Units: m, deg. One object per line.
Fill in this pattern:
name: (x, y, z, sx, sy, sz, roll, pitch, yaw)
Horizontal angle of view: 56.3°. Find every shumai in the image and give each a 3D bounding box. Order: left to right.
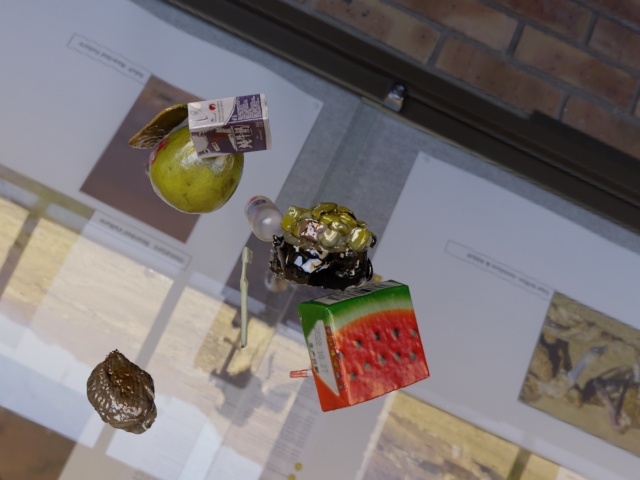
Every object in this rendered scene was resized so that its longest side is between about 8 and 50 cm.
shumai: (-0.578, 0.465, 1.722, 0.218, 0.184, 0.186, 35, 123, 16)

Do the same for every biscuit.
biscuit: (-0.501, -0.356, 1.867, 0.247, 0.029, 0.118, -31, 169, 29)

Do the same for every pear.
pear: (-0.374, -0.245, 1.899, 0.287, 0.287, 0.375, 38, 116, -22)

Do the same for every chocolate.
chocolate: (0.146, 0.314, 1.840, 0.360, 0.342, 0.161, -12, 177, -27)

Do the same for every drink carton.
drink carton: (-0.255, -0.322, 1.686, 0.222, 0.102, 0.134, -8, 151, -4)

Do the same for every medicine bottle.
medicine bottle: (-0.217, -0.085, 2.317, 0.130, 0.130, 0.341, 30, -174, -18)

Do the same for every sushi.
sushi: (0.000, 0.000, 2.064, 0.327, 0.286, 0.328, 3, -168, -27)

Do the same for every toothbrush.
toothbrush: (-0.190, 0.136, 1.500, 0.028, 0.294, 0.026, 29, 134, -32)

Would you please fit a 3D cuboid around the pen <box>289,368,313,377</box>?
pen: (0.011, 0.432, 1.966, 0.238, 0.028, 0.028, -9, 152, 18)
